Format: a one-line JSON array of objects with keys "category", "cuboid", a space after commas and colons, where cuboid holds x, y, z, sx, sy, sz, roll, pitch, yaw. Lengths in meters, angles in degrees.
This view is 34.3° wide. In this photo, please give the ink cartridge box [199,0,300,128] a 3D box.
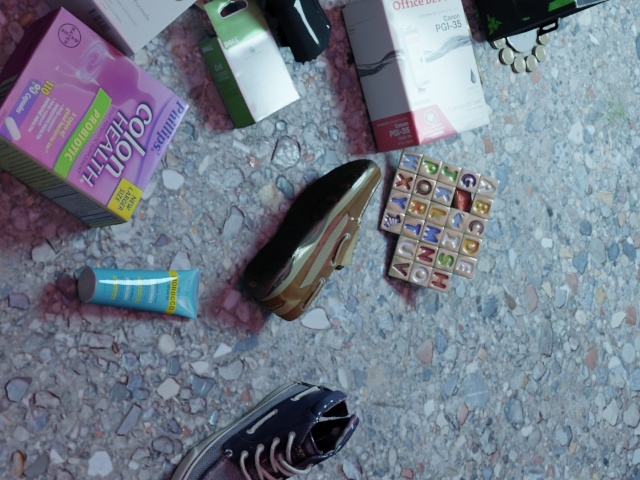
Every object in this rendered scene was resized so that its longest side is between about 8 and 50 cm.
[{"category": "ink cartridge box", "cuboid": [-0.128, -0.305, 1.732, 0.109, 0.062, 0.209, -34, 106, -34]}]

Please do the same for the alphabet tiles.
[{"category": "alphabet tiles", "cuboid": [0.214, -0.031, 1.948, 0.198, 0.009, 0.237, 18, 84, -9]}]

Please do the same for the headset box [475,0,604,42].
[{"category": "headset box", "cuboid": [0.418, -0.547, 2.047, 0.131, 0.246, 0.283, -21, 96, -35]}]

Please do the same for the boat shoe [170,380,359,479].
[{"category": "boat shoe", "cuboid": [-0.088, 0.343, 1.651, 0.340, 0.158, 0.127, -42, 111, -32]}]

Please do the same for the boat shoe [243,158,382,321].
[{"category": "boat shoe", "cuboid": [0.000, 0.000, 1.783, 0.324, 0.122, 0.120, -50, 121, -20]}]

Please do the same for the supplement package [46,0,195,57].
[{"category": "supplement package", "cuboid": [-0.268, -0.396, 1.577, 0.244, 0.134, 0.139, -49, 114, -25]}]

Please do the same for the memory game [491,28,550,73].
[{"category": "memory game", "cuboid": [0.421, -0.444, 2.198, 0.186, 0.012, 0.186, 3, 85, -37]}]

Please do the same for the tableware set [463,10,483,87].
[{"category": "tableware set", "cuboid": [0.294, -0.381, 2.041, 0.141, 0.020, 0.169, -46, 120, -77]}]

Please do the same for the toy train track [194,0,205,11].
[{"category": "toy train track", "cuboid": [-0.222, -0.402, 1.697, 0.083, 0.014, 0.048, 34, 70, -27]}]

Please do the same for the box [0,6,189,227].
[{"category": "box", "cuboid": [-0.353, -0.173, 1.515, 0.243, 0.117, 0.213, 38, 65, -30]}]

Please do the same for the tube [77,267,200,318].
[{"category": "tube", "cuboid": [-0.273, 0.077, 1.606, 0.207, 0.052, 0.080, 8, 91, -43]}]

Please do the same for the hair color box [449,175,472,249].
[{"category": "hair color box", "cuboid": [0.256, -0.051, 2.002, 0.043, 0.072, 0.141, -2, 87, -38]}]

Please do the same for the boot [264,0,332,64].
[{"category": "boot", "cuboid": [-0.057, -0.445, 1.782, 0.207, 0.094, 0.246, 57, 23, -45]}]

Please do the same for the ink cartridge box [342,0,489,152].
[{"category": "ink cartridge box", "cuboid": [0.179, -0.326, 1.936, 0.207, 0.117, 0.283, -20, 99, -37]}]
